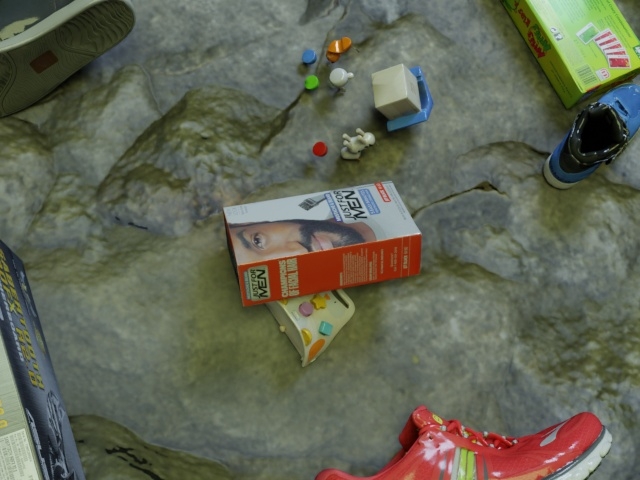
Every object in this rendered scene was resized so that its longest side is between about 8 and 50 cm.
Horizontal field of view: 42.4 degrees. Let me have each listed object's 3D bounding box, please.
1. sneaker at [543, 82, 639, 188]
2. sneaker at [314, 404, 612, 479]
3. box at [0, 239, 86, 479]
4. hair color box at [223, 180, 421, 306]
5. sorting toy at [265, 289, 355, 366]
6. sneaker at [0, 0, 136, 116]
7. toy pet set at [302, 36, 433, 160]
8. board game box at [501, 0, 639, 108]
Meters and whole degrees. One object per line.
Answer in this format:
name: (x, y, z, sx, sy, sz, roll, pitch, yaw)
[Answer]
sneaker: (0.296, -0.119, 0.841, 0.152, 0.084, 0.058, -40, 82, -16)
sneaker: (0.124, 0.195, 0.724, 0.279, 0.107, 0.118, -18, 72, -12)
box: (-0.256, 0.105, 0.660, 0.056, 0.183, 0.231, -18, 77, -10)
hair color box: (0.000, 0.000, 0.766, 0.167, 0.053, 0.093, -11, 38, -9)
sorting toy: (-0.006, 0.062, 0.782, 0.075, 0.045, 0.083, -30, 79, -33)
sneaker: (-0.298, -0.206, 0.808, 0.222, 0.083, 0.118, -29, 61, -7)
toy pet set: (0.050, -0.144, 0.844, 0.114, 0.065, 0.122, -14, 70, 25)
board game box: (0.266, -0.243, 0.894, 0.092, 0.043, 0.181, -25, 79, -13)
